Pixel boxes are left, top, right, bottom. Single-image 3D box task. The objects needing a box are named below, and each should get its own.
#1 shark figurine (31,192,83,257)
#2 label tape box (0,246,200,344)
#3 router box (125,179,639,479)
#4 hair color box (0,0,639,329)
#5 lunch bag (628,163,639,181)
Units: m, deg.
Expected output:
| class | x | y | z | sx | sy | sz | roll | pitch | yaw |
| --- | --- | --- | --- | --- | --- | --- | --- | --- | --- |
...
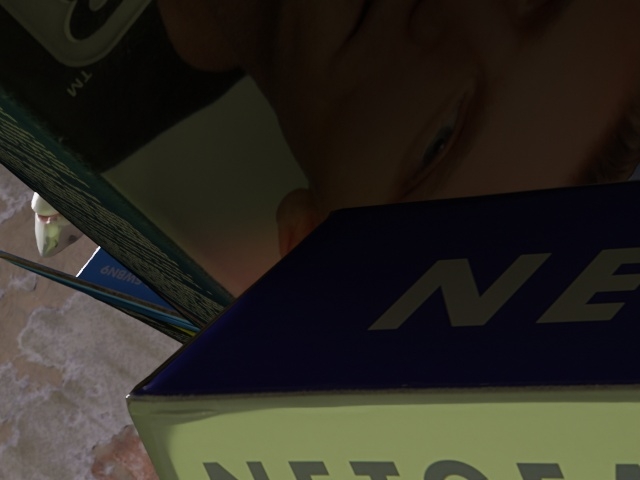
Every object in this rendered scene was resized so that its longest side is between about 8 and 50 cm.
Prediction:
| class | x | y | z | sx | sy | sz | roll | pitch | yaw |
| --- | --- | --- | --- | --- | --- | --- | --- | --- | --- |
| shark figurine | -0.091 | -0.074 | 1.365 | 0.116 | 0.166 | 0.278 | 5 | 174 | -42 |
| label tape box | 0.040 | 0.036 | 0.945 | 0.240 | 0.106 | 0.334 | 16 | 171 | 28 |
| router box | 0.159 | 0.130 | 0.358 | 0.335 | 0.082 | 0.301 | -6 | 116 | 40 |
| hair color box | -0.021 | -0.091 | 0.438 | 0.105 | 0.174 | 0.347 | 31 | 172 | 32 |
| lunch bag | 0.155 | 0.178 | 0.732 | 0.385 | 0.328 | 0.239 | 40 | 177 | -39 |
